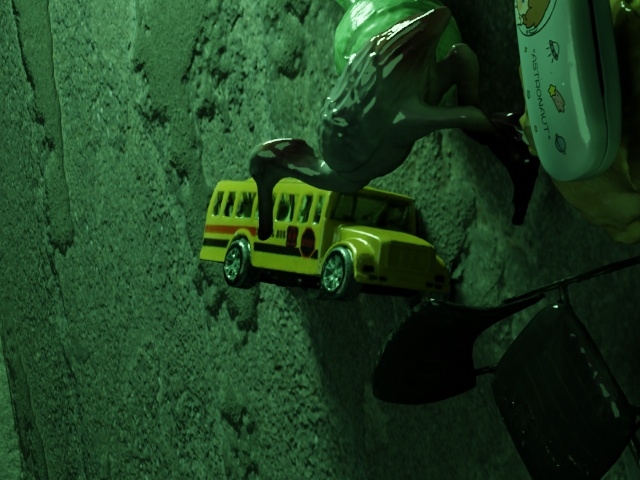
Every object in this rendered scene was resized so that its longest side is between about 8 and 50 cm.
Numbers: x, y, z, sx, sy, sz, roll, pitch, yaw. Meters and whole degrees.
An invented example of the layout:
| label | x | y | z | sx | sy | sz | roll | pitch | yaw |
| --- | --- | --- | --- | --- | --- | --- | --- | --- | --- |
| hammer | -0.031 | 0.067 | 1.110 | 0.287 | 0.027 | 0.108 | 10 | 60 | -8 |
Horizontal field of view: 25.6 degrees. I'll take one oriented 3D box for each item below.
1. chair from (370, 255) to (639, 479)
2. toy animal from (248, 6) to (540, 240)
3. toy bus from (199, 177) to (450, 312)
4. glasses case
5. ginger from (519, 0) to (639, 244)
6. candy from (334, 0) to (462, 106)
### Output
| label | x | y | z | sx | sy | sz | roll | pitch | yaw |
| --- | --- | --- | --- | --- | --- | --- | --- | --- | --- |
| chair | 0.168 | 0.109 | 1.024 | 0.140 | 0.221 | 0.145 | -60 | 44 | 45 |
| toy animal | 0.043 | -0.090 | 1.187 | 0.324 | 0.090 | 0.195 | -7 | 118 | 30 |
| toy bus | 0.000 | 0.000 | 1.417 | 0.335 | 0.121 | 0.123 | 5 | 86 | 60 |
| glasses case | 0.161 | -0.127 | 0.925 | 0.067 | 0.045 | 0.178 | 157 | 109 | -65 |
| ginger | 0.239 | -0.079 | 0.972 | 0.276 | 0.130 | 0.221 | 59 | 144 | 42 |
| candy | 0.020 | -0.247 | 1.388 | 0.440 | 0.119 | 0.119 | -122 | 39 | -53 |
